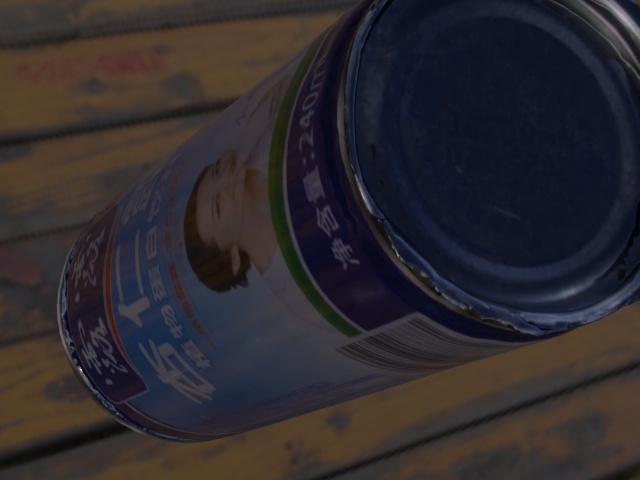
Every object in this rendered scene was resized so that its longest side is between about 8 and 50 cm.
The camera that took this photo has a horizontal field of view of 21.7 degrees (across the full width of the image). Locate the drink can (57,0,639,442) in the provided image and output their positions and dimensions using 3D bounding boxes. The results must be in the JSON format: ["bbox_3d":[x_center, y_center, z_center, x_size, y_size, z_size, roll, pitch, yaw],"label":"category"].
[{"bbox_3d":[0.000,0.000,0.477,0.097,0.235,0.097,6,76,-22],"label":"drink can"}]
